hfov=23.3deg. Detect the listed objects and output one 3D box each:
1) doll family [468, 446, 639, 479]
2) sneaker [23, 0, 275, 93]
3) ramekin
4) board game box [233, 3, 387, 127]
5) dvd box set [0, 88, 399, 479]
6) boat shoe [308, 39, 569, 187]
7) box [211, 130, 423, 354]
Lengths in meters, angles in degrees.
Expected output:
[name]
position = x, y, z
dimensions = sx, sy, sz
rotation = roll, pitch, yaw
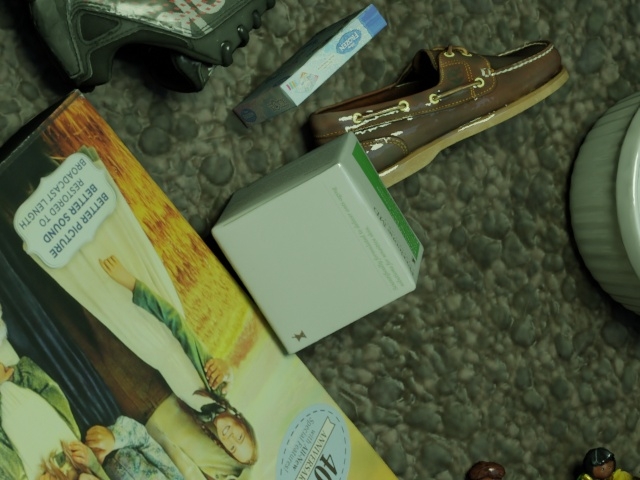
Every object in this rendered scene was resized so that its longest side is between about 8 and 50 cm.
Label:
[doll family]
position = 0.185, 0.206, 1.138
dimensions = 0.193, 0.076, 0.111
rotation = -12, 97, -23
[sneaker]
position = -0.069, -0.171, 1.018
dimensions = 0.276, 0.097, 0.135
rotation = -20, 96, -23
[ramekin]
position = 0.288, -0.029, 1.178
dimensions = 0.207, 0.109, 0.207
rotation = 1, 87, -25
[board game box]
position = -0.008, -0.117, 1.048
dimensions = 0.090, 0.090, 0.020
rotation = -43, 102, -21
[dvd box set]
position = -0.103, 0.153, 0.933
dimensions = 0.420, 0.062, 0.307
rotation = 52, 40, -15
[boat shoe]
position = 0.086, -0.102, 1.103
dimensions = 0.207, 0.073, 0.073
rotation = -29, 102, -24
[box]
position = 0.000, 0.000, 1.027
dimensions = 0.102, 0.087, 0.101
rotation = -28, 103, 16
